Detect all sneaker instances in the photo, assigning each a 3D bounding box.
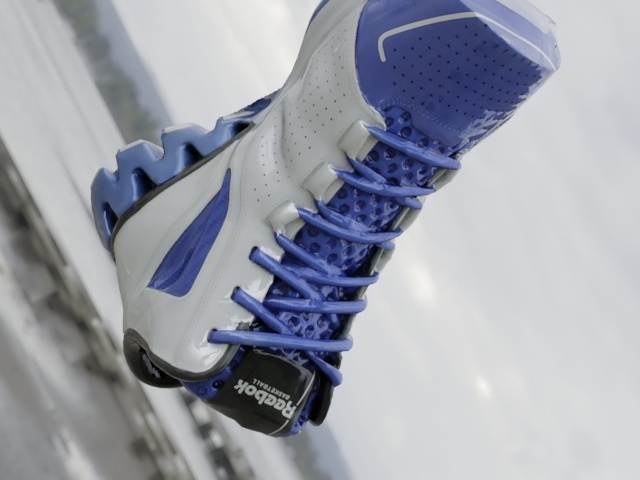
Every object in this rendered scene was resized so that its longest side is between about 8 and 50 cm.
[{"bbox_3d":[-0.001,0.001,0.928,0.127,0.315,0.182,24,48,-37],"label":"sneaker"}]
